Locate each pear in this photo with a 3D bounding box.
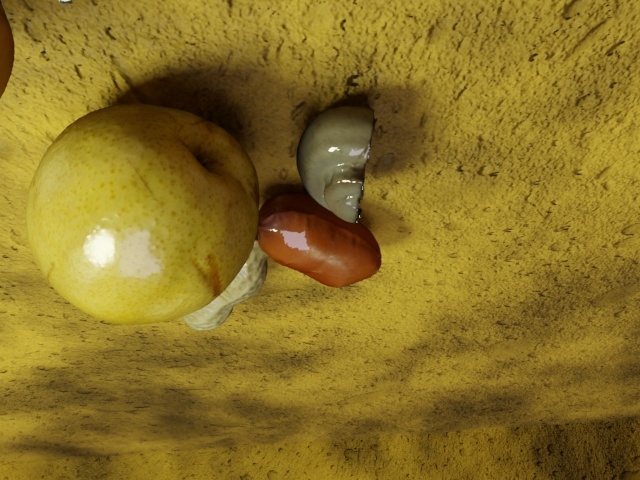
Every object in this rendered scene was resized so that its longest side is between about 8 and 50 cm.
[{"bbox_3d":[-0.231,-0.035,0.771,0.314,0.314,0.314,-3,147,-2],"label":"pear"}]

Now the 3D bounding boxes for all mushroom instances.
[{"bbox_3d":[0.023,-0.112,0.819,0.117,0.141,0.188,14,146,11],"label":"mushroom"}]

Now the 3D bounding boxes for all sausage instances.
[{"bbox_3d":[0.002,-0.002,0.988,0.258,0.133,0.133,27,135,-34],"label":"sausage"}]

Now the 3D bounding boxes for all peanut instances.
[{"bbox_3d":[-0.192,0.075,1.086,0.136,0.120,0.298,15,140,-35],"label":"peanut"}]

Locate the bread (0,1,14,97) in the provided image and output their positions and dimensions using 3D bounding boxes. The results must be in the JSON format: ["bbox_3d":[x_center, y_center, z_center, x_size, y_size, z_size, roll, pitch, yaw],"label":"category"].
[{"bbox_3d":[-0.407,-0.210,0.478,0.211,0.315,0.270,-41,145,-10],"label":"bread"}]

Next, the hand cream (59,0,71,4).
[{"bbox_3d":[-0.296,-0.305,0.481,0.121,0.076,0.336,-7,171,20],"label":"hand cream"}]
